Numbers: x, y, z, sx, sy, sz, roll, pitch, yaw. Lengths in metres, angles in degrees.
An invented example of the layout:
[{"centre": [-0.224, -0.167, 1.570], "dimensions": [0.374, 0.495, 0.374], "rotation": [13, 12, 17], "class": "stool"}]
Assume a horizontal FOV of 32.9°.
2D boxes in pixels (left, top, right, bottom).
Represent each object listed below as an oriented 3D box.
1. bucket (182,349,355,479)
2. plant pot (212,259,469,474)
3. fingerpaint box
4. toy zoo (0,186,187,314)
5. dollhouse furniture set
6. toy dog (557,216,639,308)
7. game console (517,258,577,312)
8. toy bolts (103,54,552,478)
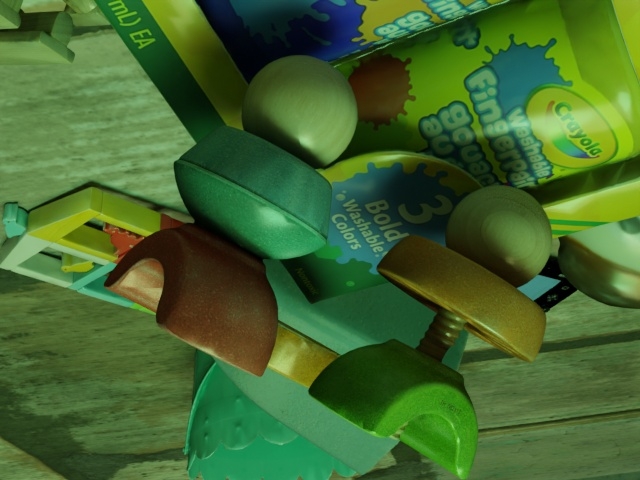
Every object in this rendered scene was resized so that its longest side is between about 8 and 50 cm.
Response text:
[{"centre": [-0.064, 0.247, 1.602], "dimensions": [0.281, 0.183, 0.281], "rotation": [-5, 154, -2], "class": "bucket"}, {"centre": [0.011, 0.051, 1.134], "dimensions": [0.252, 0.248, 0.247], "rotation": [27, 145, -4], "class": "plant pot"}, {"centre": [0.067, -0.195, 0.579], "dimensions": [0.371, 0.163, 0.445], "rotation": [-16, 132, 20], "class": "fingerpaint box"}, {"centre": [-0.230, 0.017, 1.244], "dimensions": [0.293, 0.030, 0.192], "rotation": [22, 145, -39], "class": "toy zoo"}, {"centre": [-0.212, -0.198, 0.725], "dimensions": [0.123, 0.151, 0.144], "rotation": [5, 162, 31], "class": "dollhouse furniture set"}, {"centre": [0.397, -0.074, 0.966], "dimensions": [0.407, 0.285, 0.395], "rotation": [-3, -168, -21], "class": "toy dog"}, {"centre": [0.200, 0.031, 1.368], "dimensions": [0.361, 0.044, 0.213], "rotation": [13, 149, -35], "class": "game console"}, {"centre": [0.000, 0.000, 0.615], "dimensions": [0.228, 0.158, 0.218], "rotation": [32, 175, -39], "class": "toy bolts"}]
